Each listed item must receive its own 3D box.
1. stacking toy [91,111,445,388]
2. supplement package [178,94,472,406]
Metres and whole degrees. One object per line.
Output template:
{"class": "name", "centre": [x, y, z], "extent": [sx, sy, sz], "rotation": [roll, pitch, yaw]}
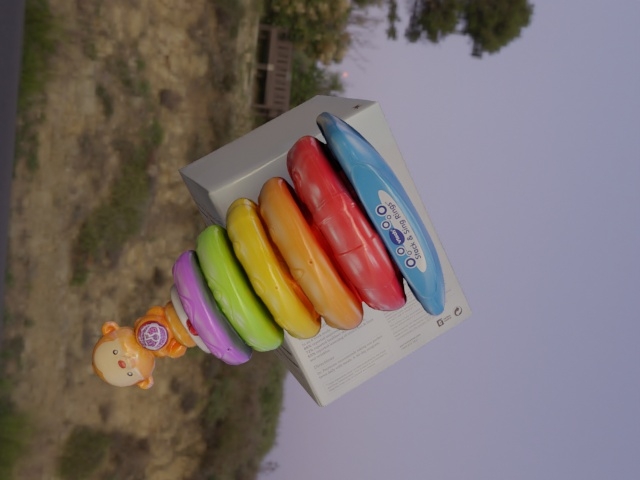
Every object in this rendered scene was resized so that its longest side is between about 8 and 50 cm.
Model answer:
{"class": "stacking toy", "centre": [-0.062, 0.037, 0.725], "extent": [0.175, 0.301, 0.166], "rotation": [60, 4, -16]}
{"class": "supplement package", "centre": [0.000, 0.000, 0.978], "extent": [0.263, 0.199, 0.198], "rotation": [64, -11, -18]}
